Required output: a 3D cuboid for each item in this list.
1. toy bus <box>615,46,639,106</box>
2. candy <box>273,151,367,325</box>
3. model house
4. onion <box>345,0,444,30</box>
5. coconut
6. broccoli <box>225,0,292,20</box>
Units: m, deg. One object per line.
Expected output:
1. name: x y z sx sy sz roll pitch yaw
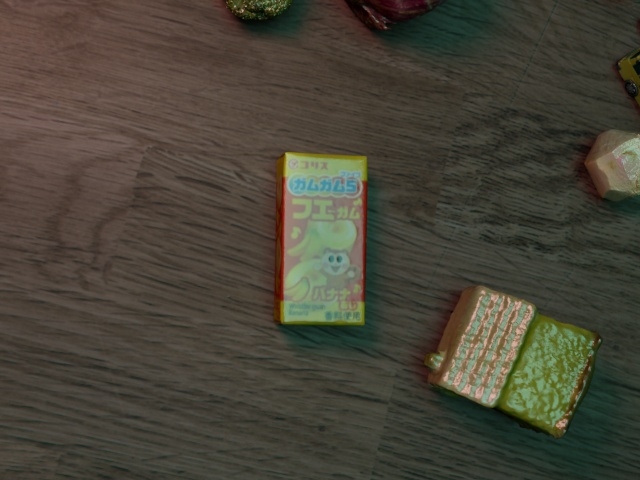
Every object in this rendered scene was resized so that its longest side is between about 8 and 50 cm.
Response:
1. toy bus: 0.623 -0.274 1.408 0.088 0.101 0.175 -32 93 -12
2. candy: 0.000 0.000 1.267 0.146 0.088 0.276 3 86 -11
3. model house: 0.302 0.190 1.281 0.234 0.175 0.193 25 83 -14
4. onion: 0.122 -0.486 1.245 0.256 0.230 0.272 26 90 -10
5. coconut: 0.530 -0.140 1.377 0.116 0.116 0.122 -32 95 -12
6. broccoli: -0.098 -0.413 1.246 0.130 0.120 0.131 -33 70 -5
